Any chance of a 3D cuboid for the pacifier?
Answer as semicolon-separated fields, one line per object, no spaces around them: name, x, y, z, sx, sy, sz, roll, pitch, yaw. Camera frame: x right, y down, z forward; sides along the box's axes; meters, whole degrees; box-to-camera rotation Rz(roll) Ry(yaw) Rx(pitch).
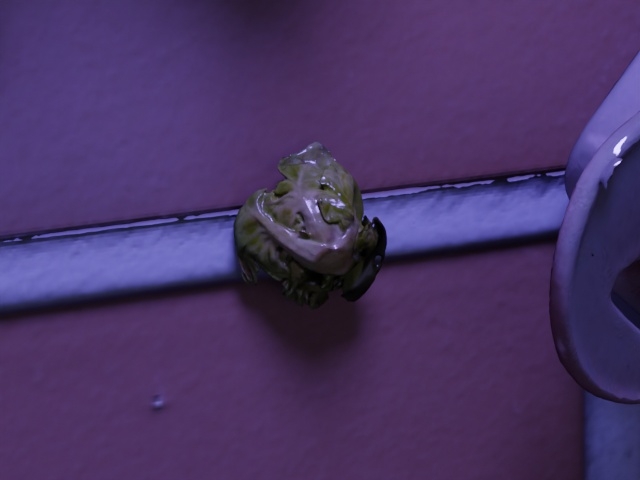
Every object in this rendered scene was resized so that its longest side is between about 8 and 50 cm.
pacifier;0.256;-0.043;1.004;0.220;0.273;0.332;36;88;-13

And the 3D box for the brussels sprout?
brussels sprout;0.000;0.000;0.979;0.085;0.058;0.085;-16;125;-25
